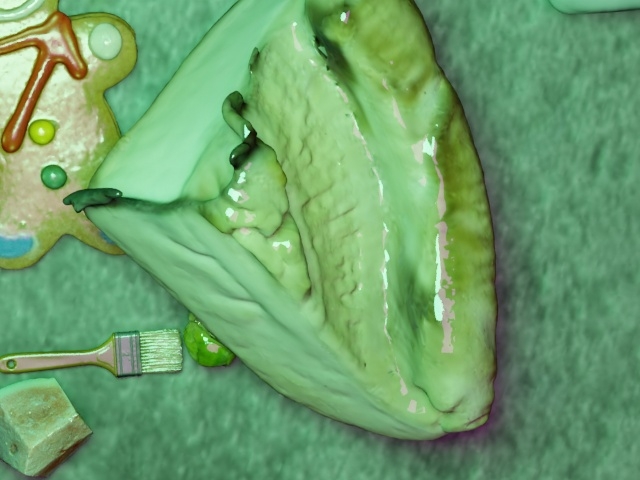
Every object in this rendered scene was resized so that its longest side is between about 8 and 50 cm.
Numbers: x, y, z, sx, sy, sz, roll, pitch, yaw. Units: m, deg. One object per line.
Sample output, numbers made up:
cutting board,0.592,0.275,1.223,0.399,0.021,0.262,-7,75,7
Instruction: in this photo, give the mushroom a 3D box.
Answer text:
mushroom,0.029,-0.020,1.472,0.397,0.224,0.314,48,59,-27

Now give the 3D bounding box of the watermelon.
watermelon,-0.256,0.166,1.495,0.092,0.072,0.084,42,72,-10

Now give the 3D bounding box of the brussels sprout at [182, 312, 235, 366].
brussels sprout,-0.102,0.075,1.526,0.051,0.046,0.083,-2,89,-6

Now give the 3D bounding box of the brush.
brush,-0.211,0.107,1.522,0.170,0.014,0.043,-4,98,-10

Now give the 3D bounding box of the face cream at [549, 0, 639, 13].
face cream,0.268,-0.355,1.510,0.144,0.071,0.291,-4,100,-11

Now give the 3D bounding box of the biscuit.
biscuit,-0.258,-0.134,1.458,0.205,0.049,0.324,-10,99,-9
